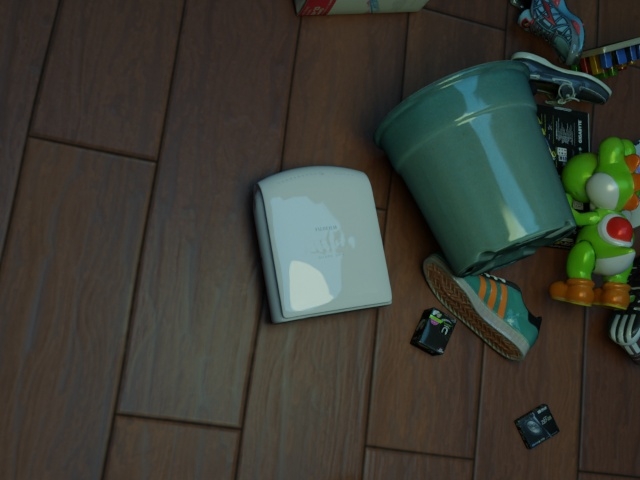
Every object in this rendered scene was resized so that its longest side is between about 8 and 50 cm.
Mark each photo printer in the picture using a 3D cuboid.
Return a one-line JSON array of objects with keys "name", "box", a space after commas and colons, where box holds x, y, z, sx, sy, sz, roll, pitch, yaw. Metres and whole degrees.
[{"name": "photo printer", "box": [0.000, 0.000, 1.617, 0.256, 0.107, 0.307, -7, 81, -18]}]

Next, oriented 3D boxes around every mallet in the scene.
[{"name": "mallet", "box": [0.475, -0.261, 1.777, 0.062, 0.039, 0.189, -19, 89, -21]}]

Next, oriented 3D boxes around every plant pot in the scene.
[{"name": "plant pot", "box": [0.322, -0.123, 1.592, 0.341, 0.341, 0.334, -16, 75, -19]}]

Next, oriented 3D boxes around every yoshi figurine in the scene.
[{"name": "yoshi figurine", "box": [0.588, -0.041, 1.723, 0.203, 0.204, 0.361, 9, 91, 25]}]

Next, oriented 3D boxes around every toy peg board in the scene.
[{"name": "toy peg board", "box": [0.686, -0.426, 1.896, 0.161, 0.161, 0.079, -18, 100, -20]}]

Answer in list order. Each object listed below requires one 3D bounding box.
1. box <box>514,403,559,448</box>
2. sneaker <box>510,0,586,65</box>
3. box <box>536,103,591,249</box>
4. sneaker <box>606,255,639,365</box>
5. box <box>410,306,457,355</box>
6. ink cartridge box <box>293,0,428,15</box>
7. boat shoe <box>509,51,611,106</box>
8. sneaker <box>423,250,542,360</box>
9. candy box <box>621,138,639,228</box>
[{"name": "box", "box": [0.469, 0.402, 1.726, 0.083, 0.018, 0.067, -23, 87, -20]}, {"name": "sneaker", "box": [0.524, -0.504, 1.875, 0.125, 0.104, 0.261, -11, 58, -11]}, {"name": "box", "box": [0.484, -0.152, 1.814, 0.257, 0.079, 0.321, 6, 77, -14]}, {"name": "sneaker", "box": [0.750, 0.167, 1.835, 0.281, 0.106, 0.162, -52, 121, -29]}, {"name": "box", "box": [0.238, 0.193, 1.680, 0.062, 0.052, 0.083, 30, 73, -8]}, {"name": "ink cartridge box", "box": [0.086, -0.625, 1.759, 0.307, 0.131, 0.226, -6, 80, -20]}, {"name": "boat shoe", "box": [0.556, -0.362, 1.868, 0.255, 0.095, 0.079, 20, 75, -9]}, {"name": "sneaker", "box": [0.350, 0.117, 1.709, 0.302, 0.108, 0.121, 45, 63, -8]}, {"name": "candy box", "box": [0.735, -0.134, 1.855, 0.196, 0.070, 0.164, -29, 87, -44]}]
